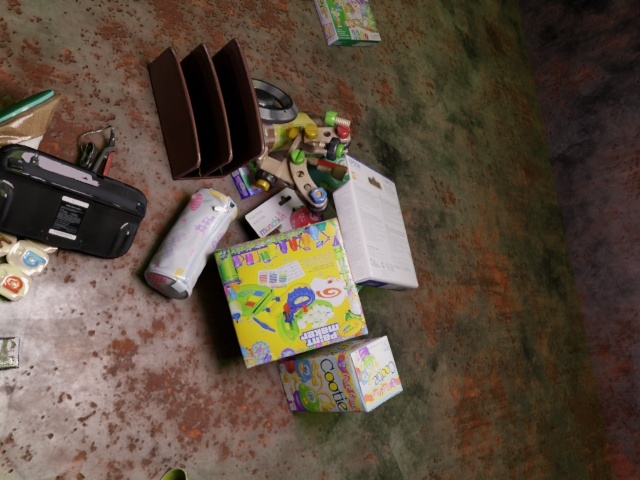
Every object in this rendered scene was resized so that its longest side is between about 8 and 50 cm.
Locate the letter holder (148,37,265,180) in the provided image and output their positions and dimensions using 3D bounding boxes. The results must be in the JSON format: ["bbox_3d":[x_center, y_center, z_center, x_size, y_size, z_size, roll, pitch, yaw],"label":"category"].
[{"bbox_3d":[-0.273,-0.323,1.360,0.152,0.214,0.301,-10,84,-45],"label":"letter holder"}]

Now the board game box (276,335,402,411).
[{"bbox_3d":[0.043,0.341,1.412,0.144,0.275,0.142,-14,88,-45],"label":"board game box"}]

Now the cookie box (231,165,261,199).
[{"bbox_3d":[-0.183,-0.174,1.522,0.107,0.040,0.091,-32,100,-45],"label":"cookie box"}]

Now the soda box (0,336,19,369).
[{"bbox_3d":[-0.625,0.202,0.977,0.169,0.053,0.060,7,72,-43],"label":"soda box"}]

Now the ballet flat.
[{"bbox_3d":[-0.622,-0.166,1.042,0.342,0.116,0.124,-44,126,-41],"label":"ballet flat"}]

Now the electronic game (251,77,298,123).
[{"bbox_3d":[-0.170,-0.382,1.520,0.229,0.048,0.229,16,33,-11],"label":"electronic game"}]

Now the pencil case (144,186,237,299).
[{"bbox_3d":[-0.296,0.005,1.302,0.273,0.124,0.113,-65,148,-33],"label":"pencil case"}]

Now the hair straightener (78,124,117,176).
[{"bbox_3d":[-0.500,-0.156,1.207,0.089,0.047,0.230,26,66,-35],"label":"hair straightener"}]

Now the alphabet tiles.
[{"bbox_3d":[-0.647,-0.024,1.049,0.278,0.021,0.284,38,54,-26],"label":"alphabet tiles"}]

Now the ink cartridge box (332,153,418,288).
[{"bbox_3d":[0.147,-0.034,1.508,0.324,0.071,0.330,16,58,-58],"label":"ink cartridge box"}]

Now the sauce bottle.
[{"bbox_3d":[-0.068,-0.322,1.627,0.344,0.111,0.111,-19,91,-43],"label":"sauce bottle"}]

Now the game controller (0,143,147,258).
[{"bbox_3d":[-0.499,-0.067,1.112,0.319,0.067,0.166,23,96,-48],"label":"game controller"}]

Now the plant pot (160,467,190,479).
[{"bbox_3d":[-0.292,0.538,1.181,0.079,0.083,0.083,54,47,-35],"label":"plant pot"}]

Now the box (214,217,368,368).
[{"bbox_3d":[-0.071,0.119,1.336,0.290,0.177,0.279,-15,91,-4],"label":"box"}]

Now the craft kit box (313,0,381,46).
[{"bbox_3d":[0.086,-0.811,1.968,0.250,0.061,0.246,-20,89,-45],"label":"craft kit box"}]

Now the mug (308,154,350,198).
[{"bbox_3d":[0.032,-0.206,1.695,0.158,0.097,0.129,25,61,-36],"label":"mug"}]

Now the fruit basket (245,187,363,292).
[{"bbox_3d":[0.000,0.000,1.551,0.353,0.165,0.327,55,39,-5],"label":"fruit basket"}]

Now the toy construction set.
[{"bbox_3d":[-0.057,-0.214,1.497,0.309,0.237,0.257,-17,124,-82],"label":"toy construction set"}]
